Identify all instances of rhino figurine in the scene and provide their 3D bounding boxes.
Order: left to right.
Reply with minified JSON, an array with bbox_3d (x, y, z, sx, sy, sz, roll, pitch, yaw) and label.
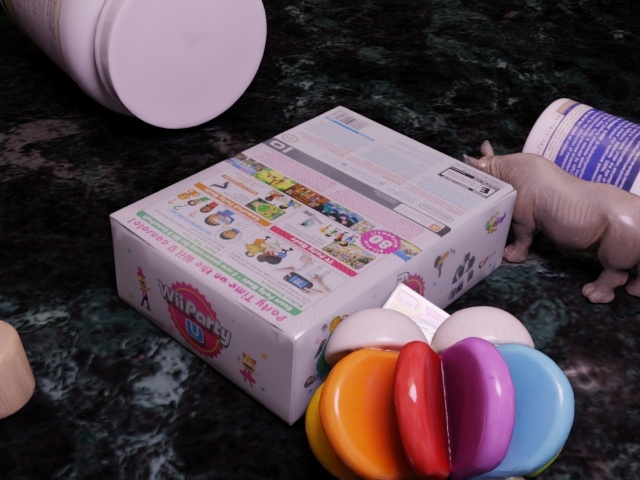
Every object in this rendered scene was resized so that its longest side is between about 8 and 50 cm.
[{"bbox_3d":[0.216,-0.030,0.806,0.243,0.106,0.073,27,42,28],"label":"rhino figurine"}]

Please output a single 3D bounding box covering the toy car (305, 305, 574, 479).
[{"bbox_3d":[0.083,0.113,0.544,0.182,0.136,0.159,0,65,-6],"label":"toy car"}]

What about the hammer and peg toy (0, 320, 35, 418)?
[{"bbox_3d":[-0.413,0.046,0.627,0.361,0.127,0.266,25,41,26],"label":"hammer and peg toy"}]

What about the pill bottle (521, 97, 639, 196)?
[{"bbox_3d":[0.313,-0.067,0.860,0.187,0.112,0.112,29,43,30],"label":"pill bottle"}]

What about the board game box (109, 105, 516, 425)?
[{"bbox_3d":[0.000,0.000,0.757,0.224,0.097,0.303,30,42,32],"label":"board game box"}]

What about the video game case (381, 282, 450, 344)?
[{"bbox_3d":[0.064,0.103,0.630,0.087,0.011,0.122,34,69,7],"label":"video game case"}]

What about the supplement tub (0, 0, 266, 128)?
[{"bbox_3d":[-0.237,-0.294,1.013,0.236,0.235,0.325,-22,43,-30],"label":"supplement tub"}]
